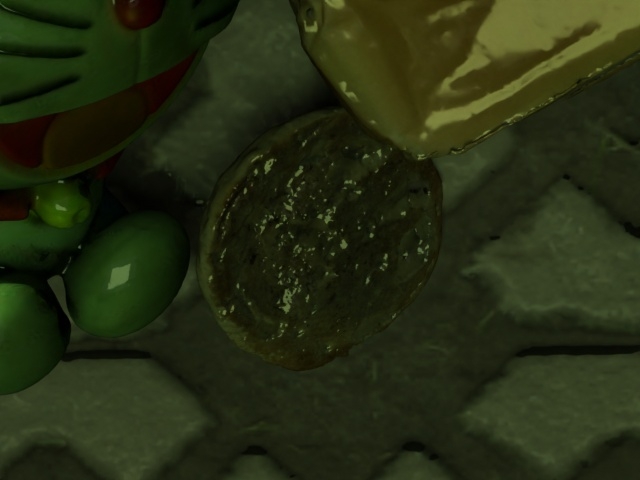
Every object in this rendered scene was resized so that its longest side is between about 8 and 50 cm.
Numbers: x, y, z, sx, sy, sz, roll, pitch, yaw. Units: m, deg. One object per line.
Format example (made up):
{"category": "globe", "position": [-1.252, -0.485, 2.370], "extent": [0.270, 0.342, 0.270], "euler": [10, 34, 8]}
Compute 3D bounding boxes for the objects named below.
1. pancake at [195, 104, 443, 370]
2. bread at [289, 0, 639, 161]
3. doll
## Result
{"category": "pancake", "position": [0.000, 0.001, 1.001], "extent": [0.151, 0.025, 0.152], "euler": [-16, 120, -29]}
{"category": "bread", "position": [0.103, -0.146, 0.910], "extent": [0.241, 0.107, 0.136], "euler": [-31, 115, 16]}
{"category": "doll", "position": [-0.148, -0.090, 0.900], "extent": [0.186, 0.198, 0.322], "euler": [38, 132, 26]}
